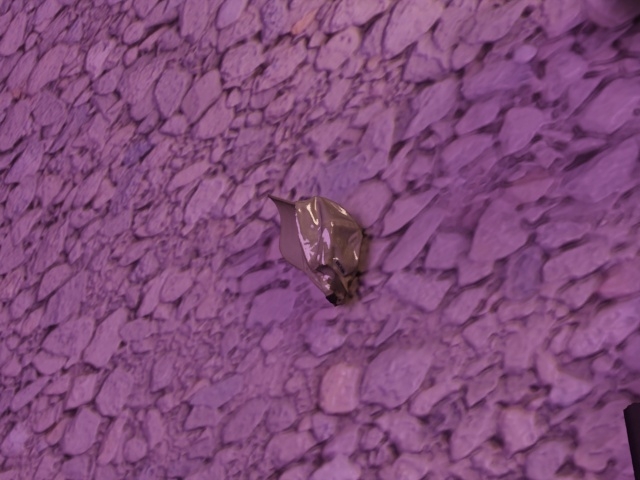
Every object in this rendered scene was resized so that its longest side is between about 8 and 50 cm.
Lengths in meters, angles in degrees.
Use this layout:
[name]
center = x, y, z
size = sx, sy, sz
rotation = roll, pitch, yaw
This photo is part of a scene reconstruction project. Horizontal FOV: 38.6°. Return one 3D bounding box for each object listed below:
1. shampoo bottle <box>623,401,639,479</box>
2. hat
[shampoo bottle]
center = 0.326, 0.275, 0.754
size = 0.098, 0.071, 0.309
rotation = -19, 46, 26
[hat]
center = -0.007, 0.000, 1.148
size = 0.166, 0.081, 0.122
rotation = 26, 132, 53
